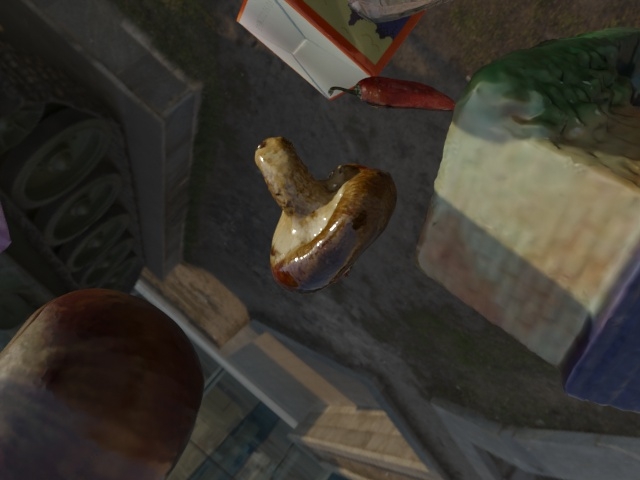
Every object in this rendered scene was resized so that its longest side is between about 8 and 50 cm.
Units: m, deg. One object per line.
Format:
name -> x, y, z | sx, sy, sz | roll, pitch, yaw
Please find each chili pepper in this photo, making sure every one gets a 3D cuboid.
chili pepper -> 0.131, -0.243, 0.903 | 0.059, 0.268, 0.050 | -130, 45, -55

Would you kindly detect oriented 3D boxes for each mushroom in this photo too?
mushroom -> -0.011, -0.027, 0.943 | 0.255, 0.267, 0.267 | 13, 153, 3

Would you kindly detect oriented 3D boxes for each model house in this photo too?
model house -> 0.294, -0.017, 0.468 | 0.280, 0.312, 0.245 | 40, 136, 35

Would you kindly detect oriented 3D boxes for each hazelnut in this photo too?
hazelnut -> -0.423, 0.316, 1.055 | 0.403, 0.429, 0.402 | 14, 154, 7

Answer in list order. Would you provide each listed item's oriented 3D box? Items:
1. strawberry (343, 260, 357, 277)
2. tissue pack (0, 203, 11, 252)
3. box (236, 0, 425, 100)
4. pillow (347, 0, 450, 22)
strawberry -> 0.000, 0.000, 1.340 | 0.237, 0.190, 0.111 | 25, -166, -47
tissue pack -> -0.503, -0.120, 0.568 | 0.242, 0.160, 0.338 | 10, 125, 6
box -> 0.025, -0.532, 1.220 | 0.319, 0.256, 0.349 | 38, 176, -14
pillow -> 0.090, -0.464, 0.850 | 0.067, 0.174, 0.270 | 89, 159, -76
